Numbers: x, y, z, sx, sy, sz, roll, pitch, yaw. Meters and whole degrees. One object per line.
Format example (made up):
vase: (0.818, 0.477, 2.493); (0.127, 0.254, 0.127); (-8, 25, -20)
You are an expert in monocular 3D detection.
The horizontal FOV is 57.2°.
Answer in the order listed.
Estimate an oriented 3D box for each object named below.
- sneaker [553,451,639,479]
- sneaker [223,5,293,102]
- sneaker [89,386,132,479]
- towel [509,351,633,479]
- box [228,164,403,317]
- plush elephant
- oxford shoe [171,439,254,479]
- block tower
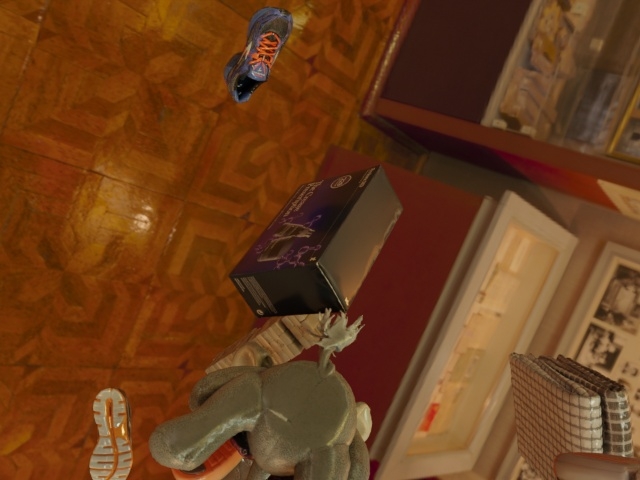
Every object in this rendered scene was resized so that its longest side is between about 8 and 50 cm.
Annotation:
sneaker: (0.334, 0.279, 0.452); (0.124, 0.321, 0.180); (13, 75, -32)
sneaker: (-0.114, -0.348, 1.124); (0.083, 0.087, 0.221); (9, 143, -30)
sneaker: (-0.428, 0.409, 1.226); (0.084, 0.083, 0.215); (3, 89, -7)
towel: (0.462, 0.347, 1.081); (0.121, 0.283, 0.235); (-7, 94, -4)
box: (0.000, 0.000, 0.966); (0.103, 0.184, 0.261); (61, 41, -27)
plush elephant: (-0.050, 0.276, 0.859); (0.330, 0.271, 0.255); (-55, 168, -29)
oxford shoe: (-0.109, 0.359, 1.103); (0.363, 0.130, 0.133); (-27, 126, -32)
block tower: (-0.126, 0.246, 1.351); (0.335, 0.091, 0.097); (-37, -175, 30)
